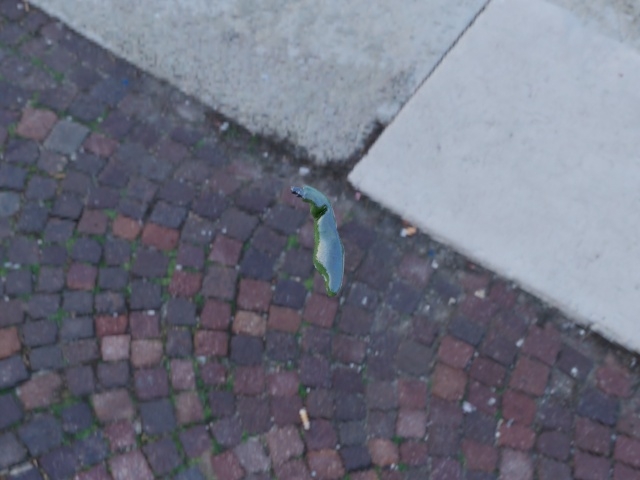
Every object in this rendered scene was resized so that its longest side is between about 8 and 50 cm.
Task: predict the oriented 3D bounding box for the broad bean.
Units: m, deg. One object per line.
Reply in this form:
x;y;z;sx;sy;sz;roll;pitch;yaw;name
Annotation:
0.006;-0.005;1.724;0.061;0.046;0.195;-18;87;-21;broad bean
